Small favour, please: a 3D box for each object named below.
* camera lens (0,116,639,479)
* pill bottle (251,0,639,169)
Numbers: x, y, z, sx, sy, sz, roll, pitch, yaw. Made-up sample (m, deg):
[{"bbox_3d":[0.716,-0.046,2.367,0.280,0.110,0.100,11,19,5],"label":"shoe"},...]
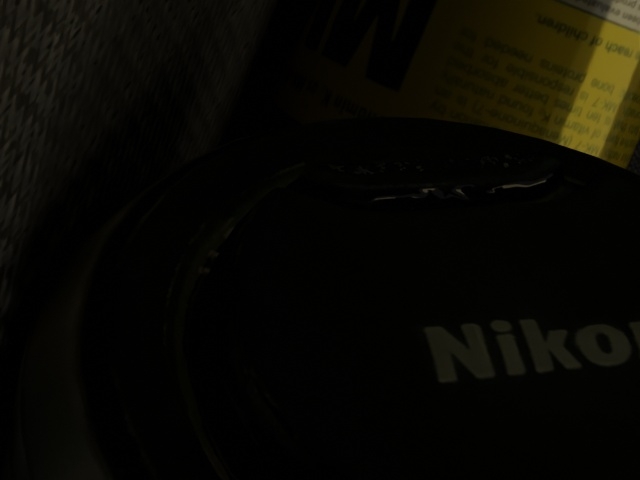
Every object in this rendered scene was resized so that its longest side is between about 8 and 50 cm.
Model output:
[{"bbox_3d":[0.016,0.123,0.484,0.219,0.219,0.274,-60,172,-51],"label":"camera lens"},{"bbox_3d":[0.042,-0.039,0.609,0.119,0.119,0.208,-39,151,-79],"label":"pill bottle"}]
